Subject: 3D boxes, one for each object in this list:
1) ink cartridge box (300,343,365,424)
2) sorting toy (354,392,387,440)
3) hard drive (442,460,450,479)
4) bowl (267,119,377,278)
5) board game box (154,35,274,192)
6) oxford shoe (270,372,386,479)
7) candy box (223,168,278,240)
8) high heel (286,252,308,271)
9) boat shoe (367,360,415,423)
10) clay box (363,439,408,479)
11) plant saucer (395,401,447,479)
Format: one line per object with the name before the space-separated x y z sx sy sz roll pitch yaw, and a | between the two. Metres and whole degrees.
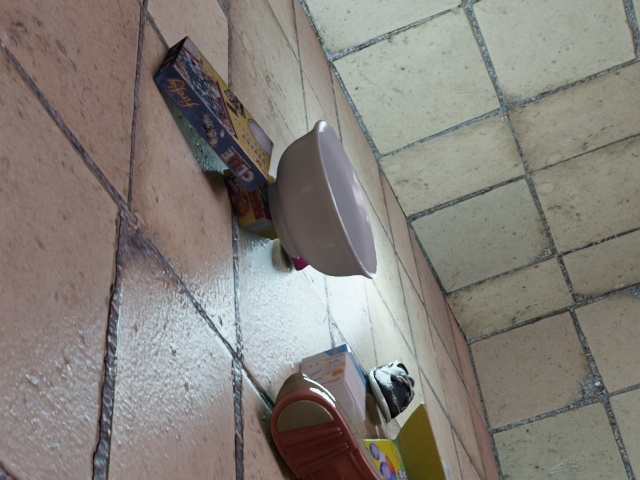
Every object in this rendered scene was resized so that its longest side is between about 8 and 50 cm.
ink cartridge box | 0.021 0.264 1.797 0.143 0.092 0.089 -84 152 -66
sorting toy | 0.084 0.395 2.022 0.208 0.038 0.193 17 53 -70
hard drive | 0.273 0.618 2.468 0.353 0.047 0.233 48 25 -62
bowl | -0.008 -0.055 1.840 0.298 0.134 0.297 -18 90 -77
board game box | -0.171 -0.212 1.711 0.243 0.042 0.165 51 18 -20
oxford shoe | 0.044 0.381 1.614 0.146 0.141 0.396 -95 164 -74
candy box | -0.109 -0.069 1.859 0.187 0.053 0.109 31 41 -74
high heel | 0.000 0.000 2.078 0.244 0.117 0.082 -29 99 -78
boat shoe | 0.158 0.314 2.221 0.302 0.091 0.114 -94 165 -84
clay box | 0.102 0.430 1.880 0.222 0.053 0.127 16 54 -58
plant saucer | 0.216 0.547 2.057 0.332 0.081 0.332 78 -2 -51
